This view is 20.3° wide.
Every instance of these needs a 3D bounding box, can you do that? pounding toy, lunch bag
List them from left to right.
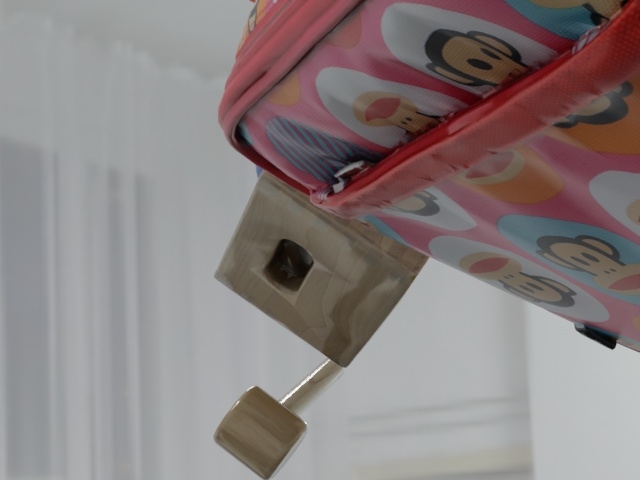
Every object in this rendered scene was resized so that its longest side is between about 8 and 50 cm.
[{"bbox_3d":[-0.005,0.008,0.857,0.094,0.206,0.181,35,-26,2],"label":"pounding toy"},{"bbox_3d":[0.087,-0.058,0.516,0.258,0.120,0.293,27,-13,-10],"label":"lunch bag"}]
